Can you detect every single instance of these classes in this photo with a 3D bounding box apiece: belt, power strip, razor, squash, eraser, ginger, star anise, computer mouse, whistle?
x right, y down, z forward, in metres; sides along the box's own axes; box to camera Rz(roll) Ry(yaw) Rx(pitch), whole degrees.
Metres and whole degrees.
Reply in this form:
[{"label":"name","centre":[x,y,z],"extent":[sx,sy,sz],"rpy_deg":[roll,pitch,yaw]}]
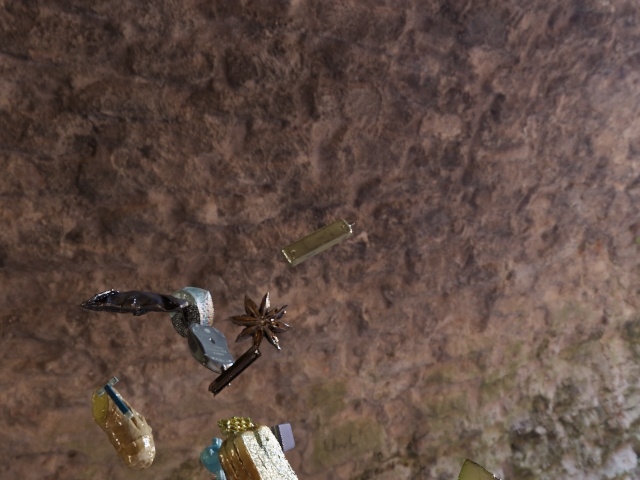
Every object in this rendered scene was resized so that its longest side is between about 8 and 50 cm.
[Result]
[{"label":"belt","centre":[-0.669,0.367,2.300],"extent":[0.207,0.257,0.150],"rpy_deg":[-10,3,23]},{"label":"power strip","centre":[0.000,0.000,1.994],"extent":[0.387,0.092,0.066],"rpy_deg":[-27,-17,-26]},{"label":"razor","centre":[-0.604,0.468,1.313],"extent":[0.068,0.191,0.037],"rpy_deg":[-43,-49,-25]},{"label":"squash","centre":[0.494,0.839,1.368],"extent":[0.155,0.204,0.237],"rpy_deg":[-14,14,-25]},{"label":"eraser","centre":[-0.124,0.656,1.481],"extent":[0.036,0.082,0.225],"rpy_deg":[-15,-21,1]},{"label":"ginger","centre":[-0.733,0.687,1.654],"extent":[0.126,0.354,0.190],"rpy_deg":[-41,-5,14]},{"label":"star anise","centre":[-0.302,0.425,2.272],"extent":[0.332,0.331,0.117],"rpy_deg":[-15,-14,-15]},{"label":"computer mouse","centre":[-0.421,0.447,1.702],"extent":[0.167,0.379,0.090],"rpy_deg":[24,-78,-37]},{"label":"whistle","centre":[-0.433,0.907,1.832],"extent":[0.093,0.186,0.274],"rpy_deg":[-11,-37,-11]}]

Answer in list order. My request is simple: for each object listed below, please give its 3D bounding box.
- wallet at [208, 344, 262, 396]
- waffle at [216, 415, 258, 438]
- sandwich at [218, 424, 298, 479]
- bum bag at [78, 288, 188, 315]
[{"label":"wallet","centre":[-0.278,0.423,1.447],"extent":[0.198,0.031,0.110],"rpy_deg":[-40,5,-14]},{"label":"waffle","centre":[-0.270,0.732,1.644],"extent":[0.054,0.223,0.204],"rpy_deg":[-58,-31,-3]},{"label":"sandwich","centre":[-0.165,0.640,1.228],"extent":[0.095,0.249,0.273],"rpy_deg":[-33,-19,0]},{"label":"bum bag","centre":[-0.571,0.194,1.372],"extent":[0.310,0.074,0.137],"rpy_deg":[6,4,-18]}]
